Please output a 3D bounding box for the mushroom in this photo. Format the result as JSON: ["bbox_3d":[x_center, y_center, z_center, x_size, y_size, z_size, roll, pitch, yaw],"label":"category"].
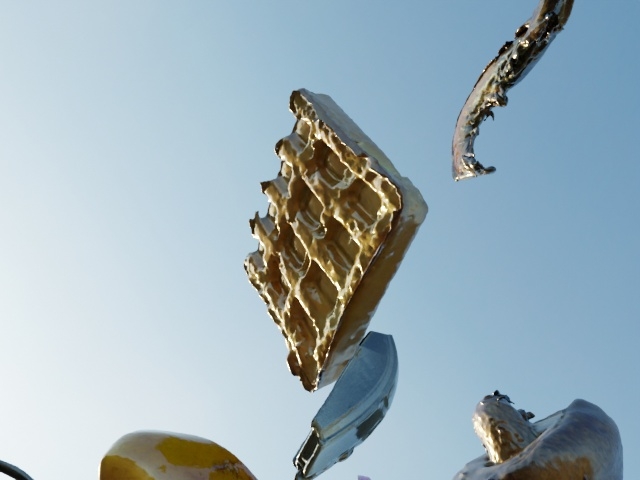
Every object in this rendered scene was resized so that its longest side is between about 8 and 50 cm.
[{"bbox_3d":[0.317,0.335,0.949,0.263,0.283,0.195,-38,-79,14],"label":"mushroom"}]

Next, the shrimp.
[{"bbox_3d":[0.165,-0.128,0.572,0.035,0.147,0.195,25,-34,-5],"label":"shrimp"}]

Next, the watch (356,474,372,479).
[{"bbox_3d":[-0.013,0.479,0.982,0.218,0.210,0.248,2,-35,8],"label":"watch"}]

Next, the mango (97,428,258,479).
[{"bbox_3d":[-0.140,0.295,0.694,0.126,0.153,0.252,-21,-57,27],"label":"mango"}]

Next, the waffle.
[{"bbox_3d":[0.000,0.000,0.917,0.304,0.078,0.348,54,-46,41],"label":"waffle"}]

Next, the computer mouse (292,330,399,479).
[{"bbox_3d":[0.040,0.204,0.767,0.071,0.231,0.126,31,-44,10],"label":"computer mouse"}]

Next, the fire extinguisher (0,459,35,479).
[{"bbox_3d":[-0.511,0.333,0.860,0.376,0.200,0.113,36,-27,40],"label":"fire extinguisher"}]
